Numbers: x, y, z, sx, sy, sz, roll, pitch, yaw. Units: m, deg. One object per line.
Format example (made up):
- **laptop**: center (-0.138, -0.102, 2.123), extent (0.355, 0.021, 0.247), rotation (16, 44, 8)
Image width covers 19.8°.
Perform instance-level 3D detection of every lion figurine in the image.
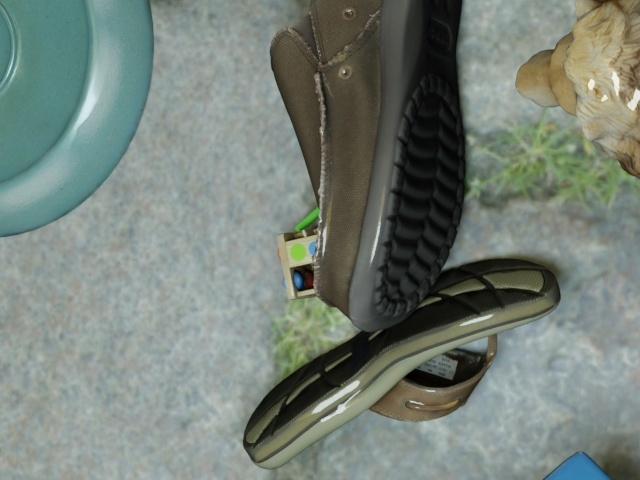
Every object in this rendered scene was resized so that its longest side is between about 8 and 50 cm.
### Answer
- **lion figurine**: center (0.274, 0.019, 1.220), extent (0.142, 0.240, 0.392), rotation (-26, 82, 19)

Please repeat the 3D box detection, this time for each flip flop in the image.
- **flip flop**: center (0.065, 0.103, 1.383), extent (0.277, 0.112, 0.080), rotation (-34, 104, 16)

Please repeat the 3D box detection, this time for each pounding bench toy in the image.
- **pounding bench toy**: center (0.000, 0.000, 1.427), extent (0.065, 0.052, 0.083), rotation (-12, 86, 21)

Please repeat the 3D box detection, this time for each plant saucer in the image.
- **plant saucer**: center (-0.292, -0.160, 1.546), extent (0.317, 0.043, 0.318), rotation (0, 90, 22)

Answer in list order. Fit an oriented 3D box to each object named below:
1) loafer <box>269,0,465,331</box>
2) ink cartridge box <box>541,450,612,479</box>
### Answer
- **loafer**: center (0.032, -0.112, 1.376), extent (0.130, 0.134, 0.366), rotation (0, 77, 26)
- **ink cartridge box**: center (0.191, 0.379, 1.164), extent (0.395, 0.285, 0.166), rotation (46, 145, 14)
